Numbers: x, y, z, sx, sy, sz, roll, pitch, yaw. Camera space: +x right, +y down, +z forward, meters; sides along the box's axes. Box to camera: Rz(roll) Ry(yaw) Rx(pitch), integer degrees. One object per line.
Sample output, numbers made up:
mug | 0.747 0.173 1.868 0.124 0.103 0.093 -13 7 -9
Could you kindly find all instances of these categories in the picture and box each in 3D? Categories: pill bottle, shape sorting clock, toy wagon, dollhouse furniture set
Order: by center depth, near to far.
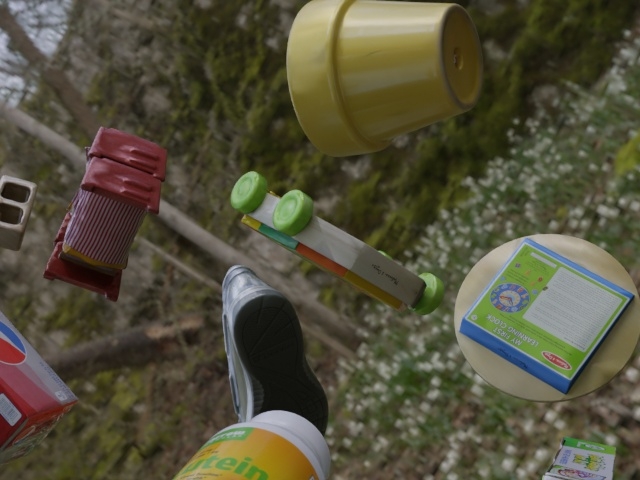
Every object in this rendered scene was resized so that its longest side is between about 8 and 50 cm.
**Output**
pill bottle | -0.074 0.252 1.124 0.246 0.136 0.136 -42 -27 -66
shape sorting clock | 0.253 0.085 1.353 0.206 0.206 0.040 -48 -28 -19
toy wagon | 0.000 0.000 1.621 0.267 0.344 0.068 32 -94 -34
dollhouse furniture set | -0.431 -0.077 1.763 0.152 0.374 0.201 -87 20 -50

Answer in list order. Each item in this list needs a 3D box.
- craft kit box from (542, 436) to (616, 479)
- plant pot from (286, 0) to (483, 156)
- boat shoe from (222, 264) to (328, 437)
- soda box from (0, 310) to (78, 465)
craft kit box | 0.194 0.300 0.997 0.247 0.061 0.249 7 -86 -72
plant pot | 0.112 -0.266 1.873 0.254 0.239 0.254 12 -104 -60
boat shoe | -0.069 0.180 1.633 0.118 0.103 0.320 -22 -54 -12
soda box | -0.352 0.087 1.121 0.083 0.263 0.092 -47 -11 16
